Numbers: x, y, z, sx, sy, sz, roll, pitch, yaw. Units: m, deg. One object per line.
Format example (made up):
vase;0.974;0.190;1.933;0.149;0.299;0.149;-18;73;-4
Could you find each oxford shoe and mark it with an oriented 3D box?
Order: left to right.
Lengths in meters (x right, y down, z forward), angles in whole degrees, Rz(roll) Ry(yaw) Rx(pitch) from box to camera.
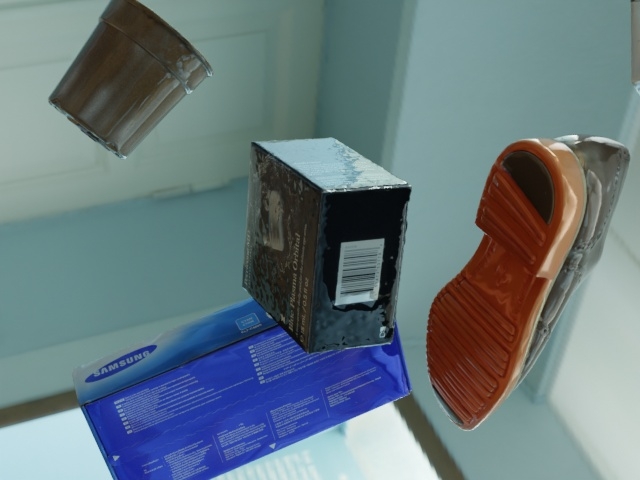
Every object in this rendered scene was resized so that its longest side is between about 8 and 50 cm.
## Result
oxford shoe;0.211;0.054;1.062;0.130;0.132;0.364;52;-40;34

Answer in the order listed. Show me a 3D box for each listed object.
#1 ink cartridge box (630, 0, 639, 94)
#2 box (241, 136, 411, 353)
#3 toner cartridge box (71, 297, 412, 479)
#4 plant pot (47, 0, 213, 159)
ink cartridge box;0.330;-0.197;0.974;0.063;0.109;0.151;-6;-110;31
box;0.000;0.000;0.982;0.158;0.093;0.156;39;-51;56
toner cartridge box;-0.080;0.156;1.171;0.075;0.347;0.165;-128;-160;-57
plant pot;-0.252;-0.205;1.363;0.167;0.165;0.167;36;-7;5
